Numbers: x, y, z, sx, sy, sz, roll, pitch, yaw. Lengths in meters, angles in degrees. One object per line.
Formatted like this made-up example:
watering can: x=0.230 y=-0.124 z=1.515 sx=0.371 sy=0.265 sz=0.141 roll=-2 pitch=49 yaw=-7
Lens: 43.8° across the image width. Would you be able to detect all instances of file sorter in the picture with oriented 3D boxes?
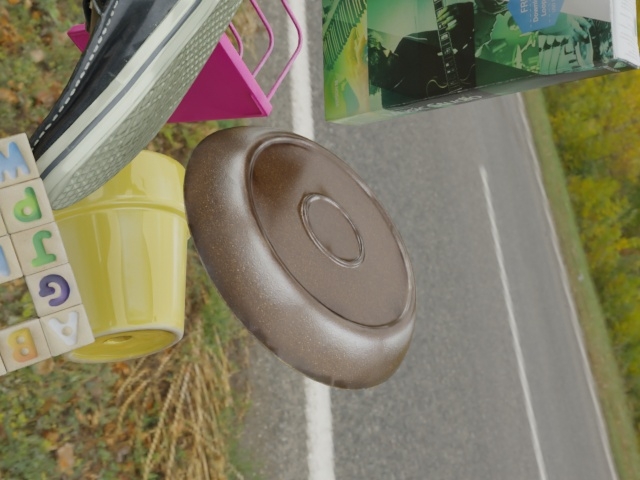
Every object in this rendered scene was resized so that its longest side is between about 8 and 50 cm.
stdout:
file sorter: x=-0.204 y=-0.325 z=1.273 sx=0.202 sy=0.291 sz=0.182 roll=55 pitch=50 yaw=-40

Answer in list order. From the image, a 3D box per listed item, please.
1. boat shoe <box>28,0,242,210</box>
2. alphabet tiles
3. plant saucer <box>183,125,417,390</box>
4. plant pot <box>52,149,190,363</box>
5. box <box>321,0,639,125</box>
boat shoe: x=-0.186 y=-0.258 z=0.858 sx=0.500 sy=0.156 sz=0.187 roll=-62 pitch=-174 yaw=-14
alphabet tiles: x=-0.331 y=0.038 z=0.658 sx=0.009 sy=0.237 sz=0.198 roll=25 pitch=-48 yaw=62
plant saucer: x=0.000 y=0.000 z=0.814 sx=0.310 sy=0.050 sz=0.310 roll=34 pitch=35 yaw=-28
plant pot: x=-0.290 y=0.033 z=1.105 sx=0.254 sy=0.254 sz=0.239 roll=26 pitch=47 yaw=-60
box: x=0.131 y=-0.247 z=0.754 sx=0.058 sy=0.322 sz=0.232 roll=2 pitch=85 yaw=-44
